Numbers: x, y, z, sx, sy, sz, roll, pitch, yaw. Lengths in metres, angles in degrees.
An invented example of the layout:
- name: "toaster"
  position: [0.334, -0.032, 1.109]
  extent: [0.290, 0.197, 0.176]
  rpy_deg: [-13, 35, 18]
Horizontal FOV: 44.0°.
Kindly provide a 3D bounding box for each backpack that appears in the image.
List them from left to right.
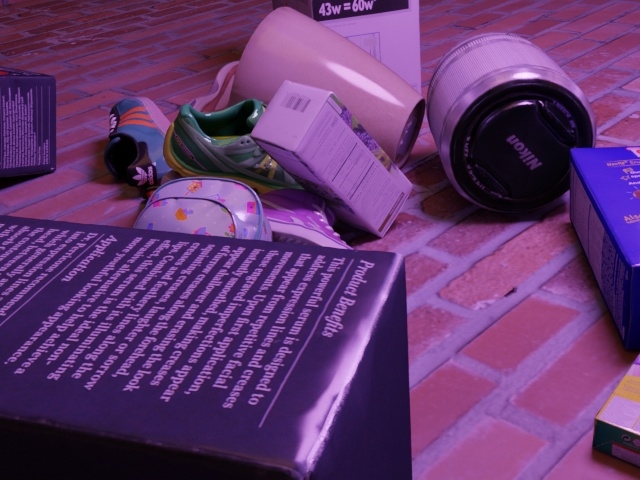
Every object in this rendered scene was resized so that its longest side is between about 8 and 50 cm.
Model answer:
- name: "backpack"
  position: [-0.138, 0.017, 0.908]
  extent: [0.165, 0.144, 0.189]
  rpy_deg: [1, 63, 13]

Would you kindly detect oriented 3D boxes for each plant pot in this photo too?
- name: "plant pot"
  position: [0.027, -0.225, 1.334]
  extent: [0.273, 0.257, 0.256]
  rpy_deg: [23, 36, 15]

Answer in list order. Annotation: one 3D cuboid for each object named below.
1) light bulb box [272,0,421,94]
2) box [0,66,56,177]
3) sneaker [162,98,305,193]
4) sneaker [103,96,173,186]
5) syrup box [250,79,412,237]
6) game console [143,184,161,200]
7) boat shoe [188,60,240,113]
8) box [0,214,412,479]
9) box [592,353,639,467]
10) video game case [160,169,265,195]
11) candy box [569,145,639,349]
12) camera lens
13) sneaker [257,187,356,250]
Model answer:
- name: "light bulb box"
  position: [0.040, -0.484, 1.642]
  extent: [0.225, 0.361, 0.358]
  rpy_deg: [-12, 30, -13]
- name: "box"
  position: [-0.694, -0.218, 1.381]
  extent: [0.343, 0.179, 0.312]
  rpy_deg: [15, 19, 31]
- name: "sneaker"
  position: [-0.079, -0.139, 1.170]
  extent: [0.295, 0.124, 0.109]
  rpy_deg: [3, 38, -20]
- name: "sneaker"
  position: [-0.335, -0.177, 1.401]
  extent: [0.121, 0.108, 0.302]
  rpy_deg: [-15, 31, -27]
- name: "syrup box"
  position: [0.021, -0.106, 1.085]
  extent: [0.093, 0.237, 0.096]
  rpy_deg: [24, 79, 43]
- name: "game console"
  position: [-0.201, -0.058, 1.262]
  extent: [0.143, 0.085, 0.124]
  rpy_deg: [-14, 61, -16]
- name: "boat shoe"
  position: [-0.155, -0.246, 1.507]
  extent: [0.116, 0.123, 0.324]
  rpy_deg: [10, 38, 12]
- name: "box"
  position: [-0.147, 0.163, 0.559]
  extent: [0.395, 0.294, 0.212]
  rpy_deg: [6, 31, 18]
- name: "box"
  position: [0.347, 0.154, 0.765]
  extent: [0.105, 0.043, 0.179]
  rpy_deg: [18, 38, 36]
- name: "video game case"
  position: [-0.102, -0.084, 1.214]
  extent: [0.212, 0.023, 0.193]
  rpy_deg: [27, 37, 12]
- name: "candy box"
  position: [0.465, -0.009, 0.960]
  extent: [0.268, 0.122, 0.317]
  rpy_deg: [-2, 30, 7]
- name: "camera lens"
  position: [0.278, -0.185, 1.207]
  extent: [0.219, 0.220, 0.274]
  rpy_deg: [-4, 28, 2]
- name: "sneaker"
  position: [0.000, -0.001, 1.023]
  extent: [0.282, 0.102, 0.161]
  rpy_deg: [28, 36, 31]
